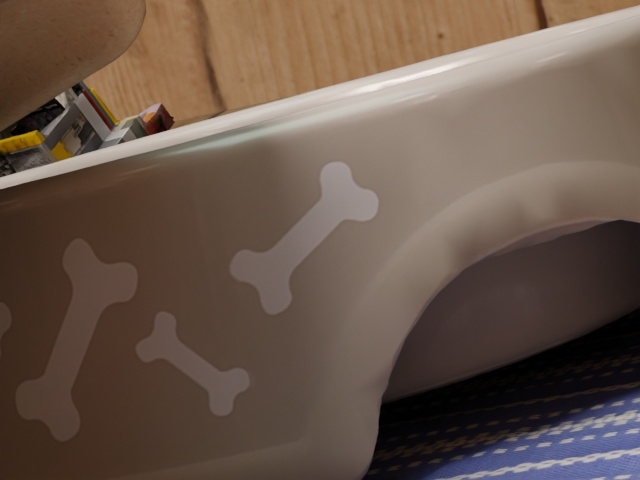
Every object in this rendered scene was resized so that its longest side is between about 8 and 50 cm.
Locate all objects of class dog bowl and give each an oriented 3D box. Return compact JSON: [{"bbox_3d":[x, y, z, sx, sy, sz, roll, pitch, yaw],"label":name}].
[{"bbox_3d":[0.000,0.000,0.632,0.349,0.102,0.349,-15,5,1],"label":"dog bowl"}]

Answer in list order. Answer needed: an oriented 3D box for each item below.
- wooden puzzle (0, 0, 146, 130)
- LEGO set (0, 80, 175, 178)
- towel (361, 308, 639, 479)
[{"bbox_3d":[-0.241,0.048,0.442,0.322,0.080,0.348,-23,4,42],"label":"wooden puzzle"},{"bbox_3d":[-0.225,-0.036,0.839,0.331,0.255,0.192,-20,29,44],"label":"LEGO set"},{"bbox_3d":[0.038,0.074,0.518,0.243,0.040,0.336,-12,7,25],"label":"towel"}]
